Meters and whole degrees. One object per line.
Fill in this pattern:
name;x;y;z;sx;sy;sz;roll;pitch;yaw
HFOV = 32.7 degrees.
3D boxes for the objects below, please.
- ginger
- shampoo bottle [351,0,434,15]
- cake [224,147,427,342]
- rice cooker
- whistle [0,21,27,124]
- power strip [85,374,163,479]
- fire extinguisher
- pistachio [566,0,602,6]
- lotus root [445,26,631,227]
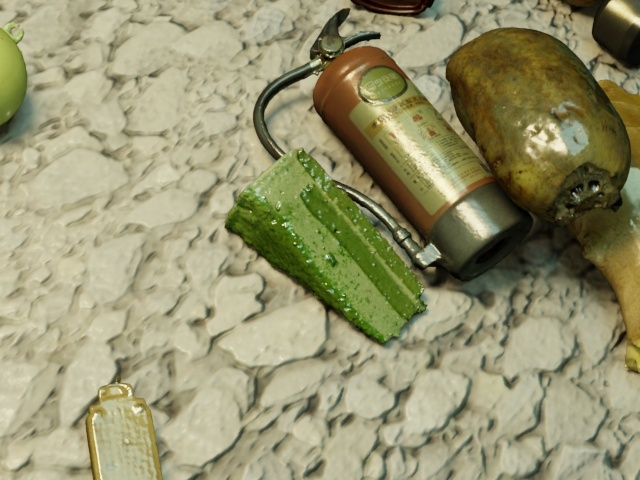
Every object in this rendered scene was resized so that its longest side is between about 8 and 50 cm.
ginger;0.385;-0.023;1.302;0.236;0.166;0.375;-12;76;-33
shampoo bottle;0.096;-0.469;1.503;0.129;0.084;0.323;6;67;-14
cake;0.015;0.005;1.197;0.235;0.099;0.100;38;59;12
rice cooker;0.448;-0.314;1.502;0.106;0.112;0.165;37;56;19
whistle;-0.426;-0.142;1.169;0.141;0.141;0.294;34;57;10
power strip;-0.171;0.266;1.012;0.064;0.044;0.305;-6;60;-17
fire extinguisher;0.066;-0.115;1.272;0.200;0.113;0.376;-21;64;-34
pistachio;0.363;-0.423;1.546;0.144;0.144;0.215;-2;52;-14
lotus root;0.238;-0.139;1.211;0.160;0.152;0.275;28;24;-40
